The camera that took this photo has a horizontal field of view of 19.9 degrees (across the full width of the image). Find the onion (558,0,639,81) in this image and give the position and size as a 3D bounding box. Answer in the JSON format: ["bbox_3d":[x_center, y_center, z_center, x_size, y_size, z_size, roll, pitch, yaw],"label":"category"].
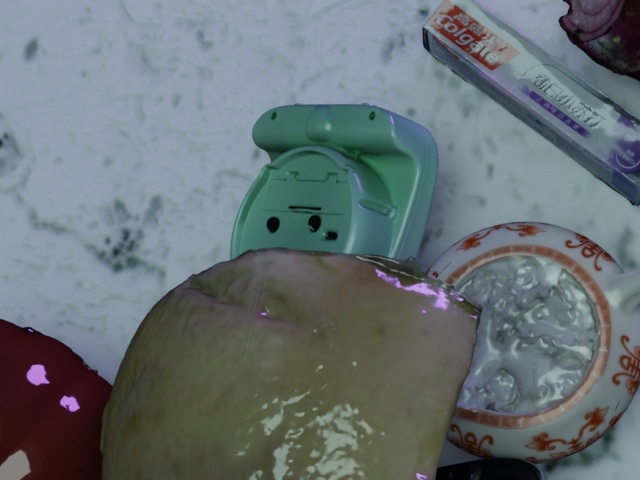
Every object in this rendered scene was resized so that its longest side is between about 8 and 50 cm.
[{"bbox_3d":[0.248,-0.201,1.168,0.140,0.218,0.195,18,79,-11],"label":"onion"}]

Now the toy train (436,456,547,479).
[{"bbox_3d":[0.047,0.186,1.214,0.234,0.051,0.052,-15,68,23],"label":"toy train"}]

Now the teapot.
[{"bbox_3d":[0.145,0.062,1.205,0.245,0.116,0.159,-32,62,11],"label":"teapot"}]

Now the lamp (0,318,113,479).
[{"bbox_3d":[-0.227,0.163,1.228,0.227,0.227,0.227,-2,81,14],"label":"lamp"}]

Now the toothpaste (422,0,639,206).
[{"bbox_3d":[0.157,-0.100,1.264,0.196,0.040,0.047,39,90,17],"label":"toothpaste"}]

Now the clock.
[{"bbox_3d":[0.001,0.001,1.242,0.148,0.060,0.188,1,75,45],"label":"clock"}]

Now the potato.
[{"bbox_3d":[-0.041,0.149,1.064,0.189,0.211,0.264,20,54,-6],"label":"potato"}]
